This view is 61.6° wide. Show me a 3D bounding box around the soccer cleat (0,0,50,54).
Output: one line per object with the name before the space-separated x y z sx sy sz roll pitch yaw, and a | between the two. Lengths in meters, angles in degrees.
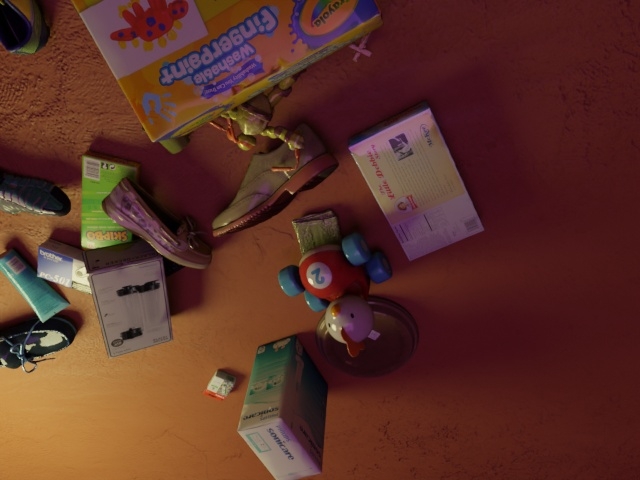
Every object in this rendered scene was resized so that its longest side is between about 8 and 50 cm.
soccer cleat | -0.600 -0.487 0.983 0.094 0.121 0.289 -11 119 11

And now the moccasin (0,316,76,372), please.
moccasin | -0.834 0.307 1.473 0.342 0.116 0.137 -17 118 13

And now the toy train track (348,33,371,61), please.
toy train track | 0.086 -0.395 1.060 0.048 0.014 0.083 26 113 -3

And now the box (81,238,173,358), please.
box | -0.463 0.142 1.313 0.169 0.087 0.289 -14 132 -22

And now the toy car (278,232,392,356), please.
toy car | 0.050 0.146 1.227 0.219 0.237 0.210 -28 141 22

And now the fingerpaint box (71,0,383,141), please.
fingerpaint box | -0.171 -0.436 0.914 0.445 0.163 0.371 -25 101 15

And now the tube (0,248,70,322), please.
tube | -0.751 0.116 1.392 0.080 0.052 0.207 -34 117 -10

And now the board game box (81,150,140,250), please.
board game box | -0.500 -0.076 1.273 0.124 0.039 0.259 14 118 -4

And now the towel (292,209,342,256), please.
towel | 0.000 0.000 1.291 0.110 0.027 0.148 -11 119 8

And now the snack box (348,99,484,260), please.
snack box | 0.214 -0.122 1.185 0.187 0.060 0.322 -24 116 16

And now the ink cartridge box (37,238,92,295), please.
ink cartridge box | -0.601 0.077 1.350 0.207 0.046 0.097 20 120 1

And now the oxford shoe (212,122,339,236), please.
oxford shoe | -0.123 -0.126 1.195 0.348 0.123 0.130 -32 86 23

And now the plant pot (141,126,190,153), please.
plant pot | -0.323 -0.232 1.151 0.083 0.083 0.079 -23 130 16

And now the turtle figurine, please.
turtle figurine | -0.132 -0.273 1.078 0.270 0.087 0.217 31 105 23

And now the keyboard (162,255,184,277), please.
keyboard | -0.443 0.067 1.362 0.180 0.023 0.108 -28 115 18

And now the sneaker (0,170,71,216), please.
sneaker | -0.694 -0.095 1.263 0.224 0.083 0.098 20 141 -3

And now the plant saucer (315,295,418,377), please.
plant saucer | 0.124 0.270 1.438 0.278 0.041 0.277 2 120 3

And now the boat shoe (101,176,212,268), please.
boat shoe | -0.357 -0.032 1.240 0.285 0.104 0.089 36 105 -30

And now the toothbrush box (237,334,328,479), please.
toothbrush box | -0.085 0.432 1.398 0.126 0.295 0.216 -21 118 15

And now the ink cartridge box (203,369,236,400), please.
ink cartridge box | -0.298 0.433 1.565 0.063 0.029 0.115 27 118 -12
